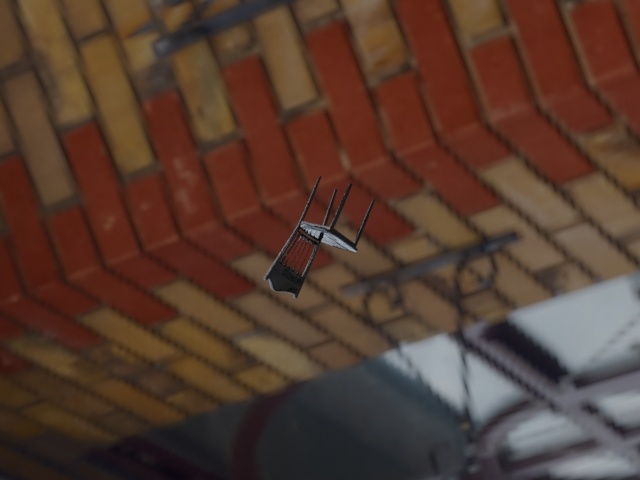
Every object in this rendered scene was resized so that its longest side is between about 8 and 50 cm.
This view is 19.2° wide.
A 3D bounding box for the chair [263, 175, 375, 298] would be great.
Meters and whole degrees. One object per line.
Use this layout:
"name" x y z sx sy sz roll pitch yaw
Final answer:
"chair" 0.001 0.001 1.280 0.037 0.042 0.086 34 -99 -47
